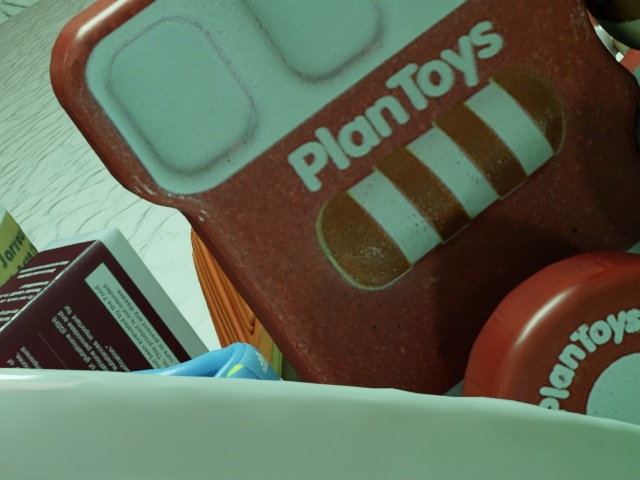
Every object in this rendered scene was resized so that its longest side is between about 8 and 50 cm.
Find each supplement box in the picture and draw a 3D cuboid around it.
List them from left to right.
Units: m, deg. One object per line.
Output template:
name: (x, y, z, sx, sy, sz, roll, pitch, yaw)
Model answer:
supplement box: (-0.155, 0.118, 0.813, 0.073, 0.130, 0.239, -11, 29, 53)

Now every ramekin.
ramekin: (-0.034, 0.112, 0.432, 0.273, 0.273, 0.127, -13, 71, 50)

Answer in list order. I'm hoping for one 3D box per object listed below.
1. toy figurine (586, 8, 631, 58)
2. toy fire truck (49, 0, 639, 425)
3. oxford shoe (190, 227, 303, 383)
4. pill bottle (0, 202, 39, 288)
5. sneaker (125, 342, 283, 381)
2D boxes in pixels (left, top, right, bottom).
toy figurine: (0.128, -0.079, 0.789, 0.159, 0.173, 0.130, -15, 36, 19)
toy fire truck: (0.090, -0.057, 0.608, 0.302, 0.254, 0.169, -37, 18, -6)
oxford shoe: (0.000, 0.000, 0.765, 0.098, 0.097, 0.271, -16, -28, -15)
pill bottle: (-0.220, 0.037, 0.970, 0.131, 0.229, 0.131, -31, 19, 12)
sneaker: (-0.094, 0.125, 0.689, 0.240, 0.126, 0.091, -35, 18, 1)
